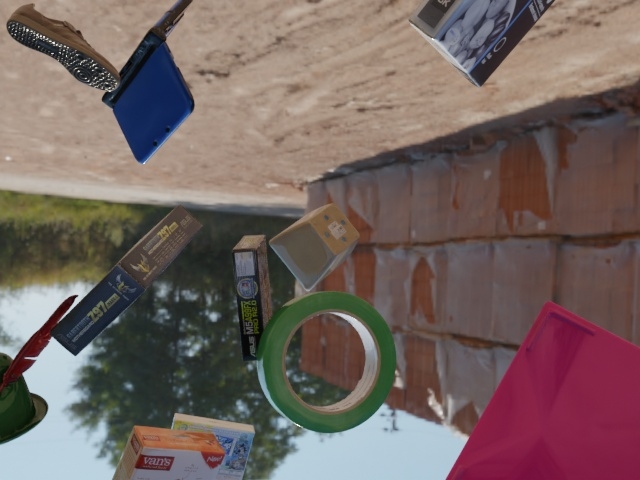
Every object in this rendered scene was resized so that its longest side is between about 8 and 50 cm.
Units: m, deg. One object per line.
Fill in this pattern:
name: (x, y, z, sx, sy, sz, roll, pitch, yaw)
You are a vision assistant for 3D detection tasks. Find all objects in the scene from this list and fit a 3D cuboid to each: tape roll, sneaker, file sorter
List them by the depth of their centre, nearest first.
file sorter: (0.283, 0.226, 0.594, 0.290, 0.202, 0.182, 29, 174, 23)
sneaker: (-0.402, -0.319, 1.099, 0.188, 0.071, 0.066, 31, 140, -22)
tape roll: (0.016, 0.278, 1.576, 0.321, 0.321, 0.077, 2, 175, -19)

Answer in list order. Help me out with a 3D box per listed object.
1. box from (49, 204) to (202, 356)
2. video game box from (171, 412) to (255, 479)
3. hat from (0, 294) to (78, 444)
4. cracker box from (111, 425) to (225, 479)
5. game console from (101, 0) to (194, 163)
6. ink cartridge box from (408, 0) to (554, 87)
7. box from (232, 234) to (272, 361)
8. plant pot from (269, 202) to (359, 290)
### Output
box: (-0.296, 0.055, 1.062, 0.183, 0.059, 0.233, -39, -169, 25)
video game box: (-0.286, 0.538, 1.697, 0.205, 0.187, 0.048, 14, -170, -15)
hat: (-0.497, 0.183, 1.017, 0.172, 0.184, 0.208, 9, -163, 20)
cracker box: (-0.281, 0.439, 1.165, 0.155, 0.232, 0.067, 17, -169, -35)
game console: (-0.353, -0.358, 1.529, 0.173, 0.250, 0.293, 41, 140, -18)
ink cartridge box: (0.197, -0.271, 0.695, 0.045, 0.208, 0.206, 43, -163, 20)
box: (-0.162, 0.135, 1.672, 0.060, 0.270, 0.216, -4, -170, 1)
plant pot: (0.000, 0.000, 1.147, 0.109, 0.109, 0.096, -37, 177, -42)
